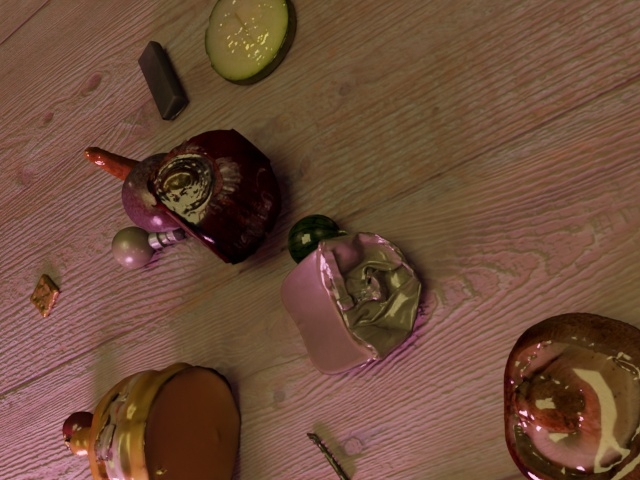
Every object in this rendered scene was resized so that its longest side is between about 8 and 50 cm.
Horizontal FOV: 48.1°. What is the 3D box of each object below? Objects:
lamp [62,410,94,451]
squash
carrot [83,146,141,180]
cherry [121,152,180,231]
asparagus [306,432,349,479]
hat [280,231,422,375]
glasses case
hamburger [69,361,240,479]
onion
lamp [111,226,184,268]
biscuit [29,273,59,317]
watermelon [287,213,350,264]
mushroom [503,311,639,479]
[{"bbox_3d":[-0.502,0.412,1.530,0.101,0.090,0.101,17,125,26],"label":"lamp"},{"bbox_3d":[-0.146,-0.430,1.493,0.219,0.041,0.219,-4,81,31],"label":"squash"},{"bbox_3d":[-0.418,-0.156,1.516,0.061,0.210,0.061,-7,75,29],"label":"carrot"},{"bbox_3d":[-0.328,-0.094,1.471,0.176,0.140,0.176,-23,38,20],"label":"cherry"},{"bbox_3d":[0.012,0.369,1.226,0.015,0.014,0.114,-42,57,1],"label":"asparagus"},{"bbox_3d":[0.053,0.103,1.223,0.214,0.149,0.245,65,153,7],"label":"hat"},{"bbox_3d":[-0.359,-0.362,1.620,0.072,0.042,0.190,-43,59,28],"label":"glasses case"},{"bbox_3d":[-0.304,0.362,1.302,0.237,0.276,0.276,-10,75,31],"label":"hamburger"},{"bbox_3d":[-0.169,-0.082,1.336,0.207,0.216,0.206,35,85,24],"label":"onion"},{"bbox_3d":[-0.363,0.002,1.529,0.163,0.091,0.090,-19,69,16],"label":"lamp"},{"bbox_3d":[-0.674,0.134,1.750,0.083,0.018,0.081,38,103,35],"label":"biscuit"},{"bbox_3d":[-0.006,-0.001,1.264,0.109,0.109,0.108,-8,76,34],"label":"watermelon"},{"bbox_3d":[0.350,0.219,0.936,0.253,0.153,0.253,-9,75,36],"label":"mushroom"}]
